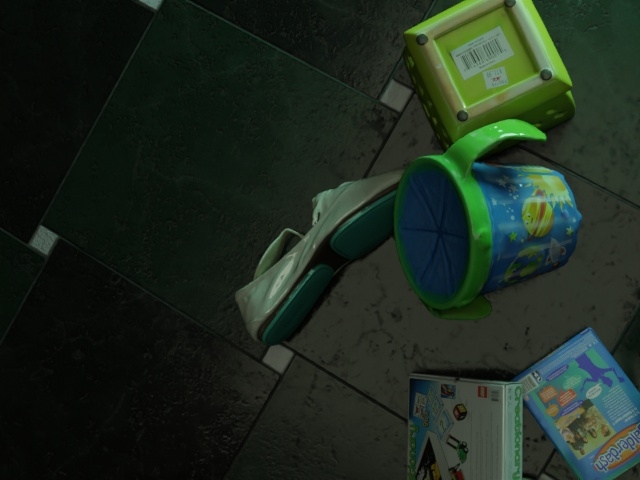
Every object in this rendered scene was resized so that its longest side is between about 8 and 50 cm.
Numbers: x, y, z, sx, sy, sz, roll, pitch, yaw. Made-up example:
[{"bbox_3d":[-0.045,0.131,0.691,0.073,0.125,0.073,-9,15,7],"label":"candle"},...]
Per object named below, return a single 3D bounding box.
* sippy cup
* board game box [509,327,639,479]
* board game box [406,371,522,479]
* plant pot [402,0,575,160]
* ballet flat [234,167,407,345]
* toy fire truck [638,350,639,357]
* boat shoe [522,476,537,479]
[{"bbox_3d":[0.263,-0.024,1.320,0.224,0.305,0.240,-8,73,-22],"label":"sippy cup"},{"bbox_3d":[0.428,0.270,1.370,0.160,0.047,0.210,-36,80,7],"label":"board game box"},{"bbox_3d":[0.223,0.368,1.355,0.193,0.053,0.305,-2,85,46],"label":"board game box"},{"bbox_3d":[0.262,-0.268,1.360,0.228,0.207,0.227,-25,82,10],"label":"plant pot"},{"bbox_3d":[0.000,0.000,1.446,0.139,0.139,0.400,45,96,11],"label":"ballet flat"},{"bbox_3d":[0.542,0.161,1.286,0.158,0.217,0.246,48,119,10],"label":"toy fire truck"},{"bbox_3d":[0.414,0.484,1.332,0.302,0.098,0.109,36,94,12],"label":"boat shoe"}]
